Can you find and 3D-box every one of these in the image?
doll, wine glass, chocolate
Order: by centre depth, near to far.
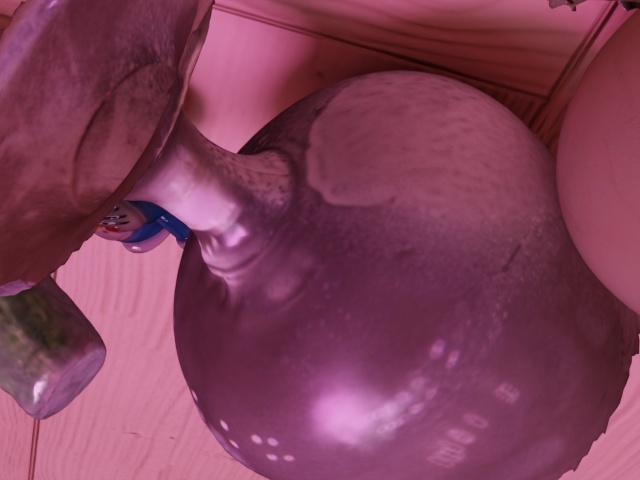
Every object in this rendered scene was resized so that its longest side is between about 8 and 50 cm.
[{"bbox_3d":[0.000,0.000,0.753,0.238,0.238,0.323,-16,143,43],"label":"wine glass"},{"bbox_3d":[-0.228,-0.024,0.790,0.291,0.110,0.110,42,153,10],"label":"chocolate"},{"bbox_3d":[-0.117,-0.040,0.874,0.114,0.085,0.152,31,164,6],"label":"doll"}]

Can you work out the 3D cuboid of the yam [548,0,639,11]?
[{"bbox_3d":[0.133,-0.188,0.385,0.195,0.195,0.300,26,150,-24],"label":"yam"}]

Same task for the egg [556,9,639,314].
[{"bbox_3d":[0.207,-0.037,0.633,0.241,0.186,0.186,-12,144,44],"label":"egg"}]
